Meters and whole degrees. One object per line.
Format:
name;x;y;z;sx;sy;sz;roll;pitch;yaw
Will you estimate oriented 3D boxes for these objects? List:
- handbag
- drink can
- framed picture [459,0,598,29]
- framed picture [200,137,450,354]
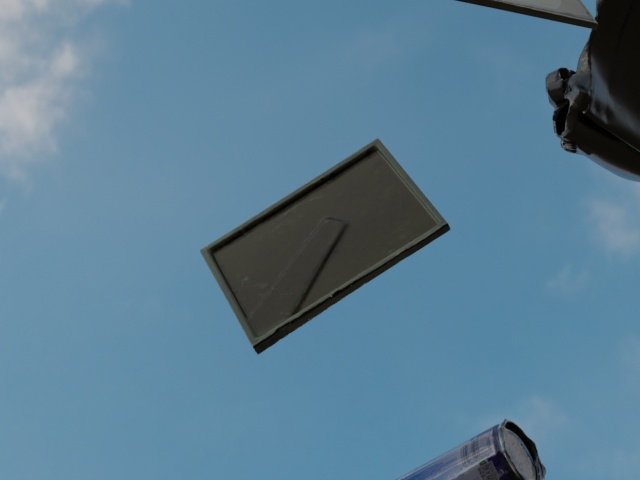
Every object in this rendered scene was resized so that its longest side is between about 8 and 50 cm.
handbag;0.389;-0.226;1.396;0.257;0.113;0.285;14;-88;-42
drink can;0.162;0.319;1.426;0.235;0.097;0.097;-35;-52;24
framed picture;0.138;-0.244;1.010;0.201;0.136;0.010;6;-51;-22
framed picture;0.000;0.000;1.704;0.335;0.247;0.022;-33;-46;-1
